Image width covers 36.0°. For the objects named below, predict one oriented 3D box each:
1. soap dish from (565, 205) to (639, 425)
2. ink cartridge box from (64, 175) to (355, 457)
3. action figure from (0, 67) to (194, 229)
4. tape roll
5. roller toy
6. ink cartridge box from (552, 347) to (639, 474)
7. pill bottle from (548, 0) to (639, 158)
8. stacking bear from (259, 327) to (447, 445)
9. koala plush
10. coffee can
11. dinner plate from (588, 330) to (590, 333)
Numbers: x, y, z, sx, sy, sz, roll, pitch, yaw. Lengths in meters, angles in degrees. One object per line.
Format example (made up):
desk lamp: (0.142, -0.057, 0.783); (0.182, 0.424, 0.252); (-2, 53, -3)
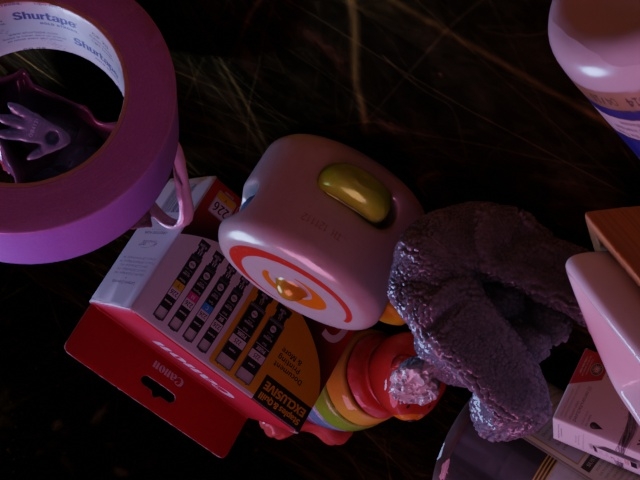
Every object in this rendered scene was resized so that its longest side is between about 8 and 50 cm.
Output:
soap dish: (0.313, 0.123, 0.730); (0.229, 0.118, 0.291); (57, -175, -43)
ink cartridge box: (-0.131, 0.115, 1.304); (0.309, 0.272, 0.130); (41, 158, -30)
action figure: (-0.348, -0.127, 1.261); (0.275, 0.248, 0.370); (-8, -170, -22)
tape roll: (-0.271, -0.121, 0.920); (0.274, 0.275, 0.090); (29, 161, 3)
roller toy: (0.000, 0.000, 1.019); (0.191, 0.146, 0.209); (17, 157, 35)
ink cartridge box: (0.335, 0.191, 1.074); (0.135, 0.099, 0.056); (20, 152, 26)
pill bottle: (0.250, -0.060, 0.501); (0.264, 0.153, 0.153); (41, 158, -26)
stacking bear: (0.064, 0.201, 1.413); (0.175, 0.164, 0.289); (14, 160, -35)
koala plush: (0.150, 0.079, 0.966); (0.203, 0.196, 0.221); (39, 162, 10)
coffee can: (0.301, 0.298, 1.167); (0.275, 0.201, 0.201); (30, 163, 33)
dinner plate: (0.331, 0.096, 0.953); (0.141, 0.017, 0.141); (20, 162, 7)
